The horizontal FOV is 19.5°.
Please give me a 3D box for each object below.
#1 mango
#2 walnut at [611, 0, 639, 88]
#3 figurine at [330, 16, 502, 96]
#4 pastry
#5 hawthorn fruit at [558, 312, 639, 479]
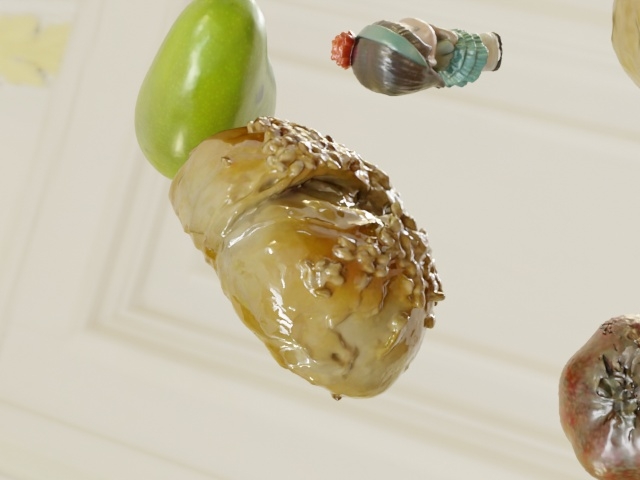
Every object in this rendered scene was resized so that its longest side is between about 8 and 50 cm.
[{"bbox_3d":[-0.118,-0.159,1.972,0.175,0.143,0.293,-56,-7,-25],"label":"mango"},{"bbox_3d":[0.473,-0.263,1.850,0.383,0.383,0.383,-39,-43,-49],"label":"walnut"},{"bbox_3d":[0.141,-0.258,2.622,0.245,0.138,0.110,-5,-87,-42],"label":"figurine"},{"bbox_3d":[0.000,0.000,1.835,0.184,0.315,0.284,-41,-39,9],"label":"pastry"},{"bbox_3d":[0.326,0.157,1.796,0.235,0.181,0.181,24,-97,-67],"label":"hawthorn fruit"}]
